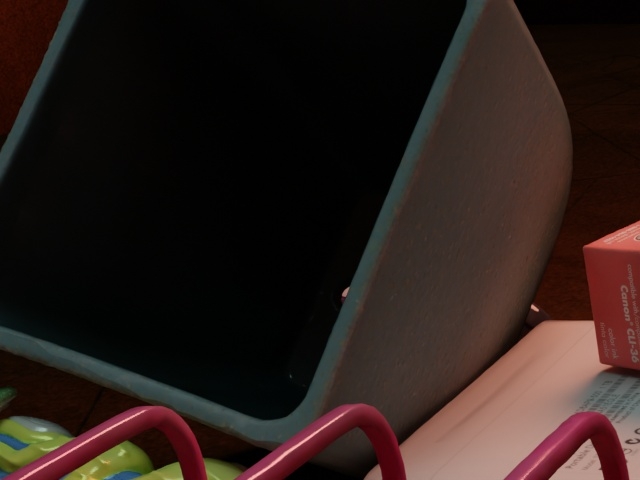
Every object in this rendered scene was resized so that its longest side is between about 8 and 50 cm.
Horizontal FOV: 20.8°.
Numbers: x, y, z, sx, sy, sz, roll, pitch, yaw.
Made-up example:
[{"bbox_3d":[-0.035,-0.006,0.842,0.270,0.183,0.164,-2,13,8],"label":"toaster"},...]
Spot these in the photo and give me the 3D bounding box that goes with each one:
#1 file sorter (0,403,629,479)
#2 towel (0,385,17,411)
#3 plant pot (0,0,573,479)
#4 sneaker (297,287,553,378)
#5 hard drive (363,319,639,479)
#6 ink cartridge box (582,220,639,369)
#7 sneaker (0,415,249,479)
[{"bbox_3d":[0.054,0.144,0.410,0.291,0.202,0.182,-3,12,26],"label":"file sorter"},{"bbox_3d":[-0.336,0.139,0.881,0.325,0.038,0.248,-16,10,40],"label":"towel"},{"bbox_3d":[0.000,0.000,0.937,0.247,0.248,0.252,15,-13,35],"label":"plant pot"},{"bbox_3d":[0.041,0.081,1.081,0.224,0.083,0.098,0,39,39],"label":"sneaker"},{"bbox_3d":[0.224,0.094,0.781,0.353,0.047,0.233,-1,17,31],"label":"hard drive"},{"bbox_3d":[0.237,0.023,0.813,0.115,0.067,0.198,-21,17,-37],"label":"ink cartridge box"},{"bbox_3d":[-0.136,0.145,0.807,0.240,0.091,0.126,-6,18,36],"label":"sneaker"}]
